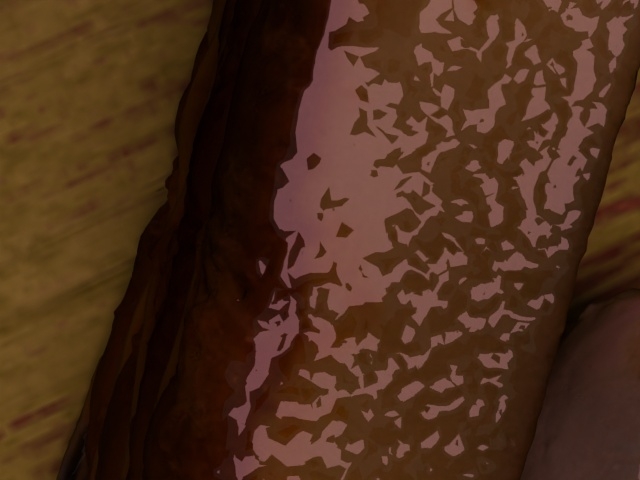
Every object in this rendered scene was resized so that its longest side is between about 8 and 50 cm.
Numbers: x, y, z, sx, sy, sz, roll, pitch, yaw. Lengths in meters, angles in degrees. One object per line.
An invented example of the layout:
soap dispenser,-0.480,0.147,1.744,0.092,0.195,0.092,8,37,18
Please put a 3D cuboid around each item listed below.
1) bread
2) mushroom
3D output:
bread,0.000,0.000,0.477,0.114,0.185,0.275,15,97,-20
mushroom,0.101,0.191,0.562,0.123,0.095,0.351,0,102,-34
